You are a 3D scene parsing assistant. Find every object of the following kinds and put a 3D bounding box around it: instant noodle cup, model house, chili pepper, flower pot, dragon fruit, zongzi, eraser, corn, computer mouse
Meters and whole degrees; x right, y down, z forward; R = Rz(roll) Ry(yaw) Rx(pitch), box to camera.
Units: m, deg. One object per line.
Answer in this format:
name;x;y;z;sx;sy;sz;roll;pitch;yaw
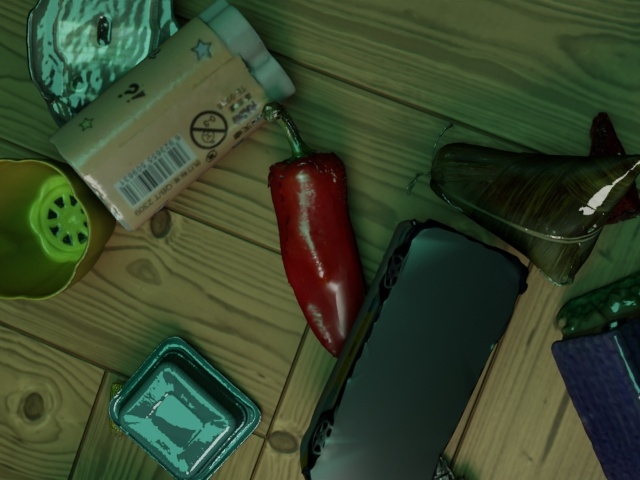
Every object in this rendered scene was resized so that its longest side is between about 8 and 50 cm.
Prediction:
instant noodle cup;-0.192;0.242;1.859;0.179;0.070;0.157;41;97;0
model house;0.451;0.152;1.606;0.312;0.280;0.245;-20;91;13
chili pepper;0.000;0.000;1.788;0.110;0.110;0.387;-11;99;14
flower pot;-0.371;-0.023;1.828;0.195;0.179;0.195;1;97;11
dragon fruit;0.376;-0.093;1.714;0.063;0.097;0.131;-3;70;-12
zongzi;0.257;-0.092;1.668;0.248;0.111;0.241;34;139;10
eraser;-0.184;-0.157;1.756;0.290;0.087;0.171;-41;118;-6
corn;-0.285;0.241;1.912;0.027;0.028;0.083;1;96;5
computer mouse;-0.285;-0.318;1.802;0.199;0.115;0.389;5;100;-13

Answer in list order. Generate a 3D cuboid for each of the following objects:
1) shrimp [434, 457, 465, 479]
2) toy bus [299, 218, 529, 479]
shrimp;0.139;0.307;1.809;0.165;0.056;0.065;43;137;4
toy bus;0.106;0.166;1.719;0.171;0.162;0.386;24;93;-7
